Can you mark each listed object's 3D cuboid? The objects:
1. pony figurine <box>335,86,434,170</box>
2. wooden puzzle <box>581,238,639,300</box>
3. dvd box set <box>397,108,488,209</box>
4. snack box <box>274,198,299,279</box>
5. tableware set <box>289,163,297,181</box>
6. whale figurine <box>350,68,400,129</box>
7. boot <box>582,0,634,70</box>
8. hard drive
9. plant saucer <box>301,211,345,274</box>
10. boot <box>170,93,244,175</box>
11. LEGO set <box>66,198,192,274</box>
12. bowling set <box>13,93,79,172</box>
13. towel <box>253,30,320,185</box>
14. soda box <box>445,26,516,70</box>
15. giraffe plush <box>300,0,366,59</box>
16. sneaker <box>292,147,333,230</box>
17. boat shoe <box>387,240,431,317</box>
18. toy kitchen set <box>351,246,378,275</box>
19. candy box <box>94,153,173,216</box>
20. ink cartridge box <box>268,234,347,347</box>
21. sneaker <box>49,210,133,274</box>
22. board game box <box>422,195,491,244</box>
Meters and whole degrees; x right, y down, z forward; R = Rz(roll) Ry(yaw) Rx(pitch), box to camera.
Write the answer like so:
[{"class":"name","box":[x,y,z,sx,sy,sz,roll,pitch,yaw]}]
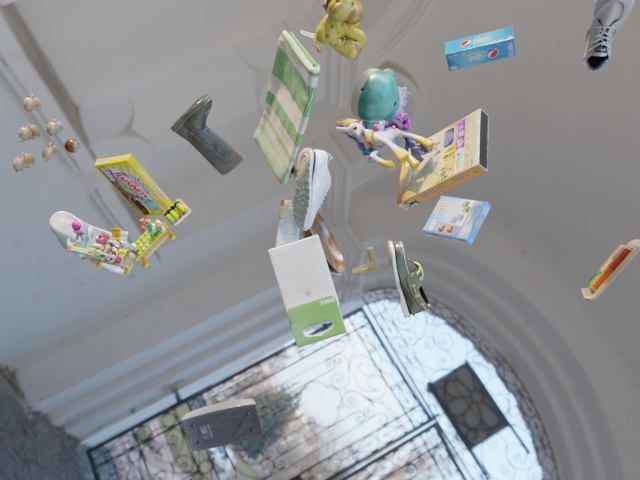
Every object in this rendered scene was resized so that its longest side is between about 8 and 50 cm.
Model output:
[{"class":"pony figurine","box":[0.284,-0.442,2.404,0.363,0.351,0.302,39,-43,27]},{"class":"wooden puzzle","box":[0.898,0.083,1.779,0.044,0.238,0.221,44,17,14]},{"class":"dvd box set","box":[0.501,-0.328,2.384,0.062,0.307,0.420,32,-39,-28]},{"class":"snack box","box":[-0.100,0.004,1.746,0.174,0.070,0.207,102,-8,-70]},{"class":"tableware set","box":[-0.121,-0.246,1.741,0.194,0.039,0.128,52,-17,51]},{"class":"whale figurine","box":[0.216,-0.472,1.959,0.141,0.216,0.272,27,9,29]},{"class":"boot","box":[0.739,-0.537,1.489,0.258,0.095,0.123,30,70,-70]},{"class":"hard drive","box":[-0.337,0.634,1.999,0.054,0.255,0.171,-109,-171,-60]},{"class":"plant saucer","box":[0.000,0.000,2.194,0.310,0.050,0.310,57,14,-23]},{"class":"boot","box":[-0.300,-0.295,1.639,0.208,0.076,0.190,44,-45,-19]},{"class":"LEGO set","box":[-0.411,-0.009,1.189,0.107,0.287,0.132,39,42,-62]},{"class":"bowling set","box":[-0.998,-0.379,2.115,0.154,0.200,0.286,-126,-135,-72]},{"class":"towel","box":[-0.094,-0.347,1.503,0.247,0.038,0.324,60,-41,42]},{"class":"soda box","box":[0.508,-0.608,1.833,0.067,0.210,0.071,60,31,-46]},{"class":"giraffe plush","box":[0.064,-0.685,1.772,0.170,0.210,0.181,123,-40,-52]},{"class":"sneaker","box":[-0.016,-0.142,1.638,0.090,0.095,0.234,12,-85,53]},{"class":"boat shoe","box":[0.265,0.111,1.729,0.109,0.091,0.305,-92,166,-49]},{"class":"toy kitchen set","box":[0.137,0.066,1.866,0.068,0.083,0.075,-86,161,-84]},{"class":"candy box","box":[-0.465,-0.135,1.459,0.206,0.105,0.027,58,32,-47]},{"class":"ink cartridge box","box":[-0.026,0.104,1.188,0.062,0.109,0.209,100,-27,-83]},{"class":"sneaker","box":[-0.651,0.020,1.663,0.256,0.094,0.151,35,-24,-4]},{"class":"board game box","box":[0.486,-0.077,2.073,0.039,0.160,0.212,38,-13,-36]}]
